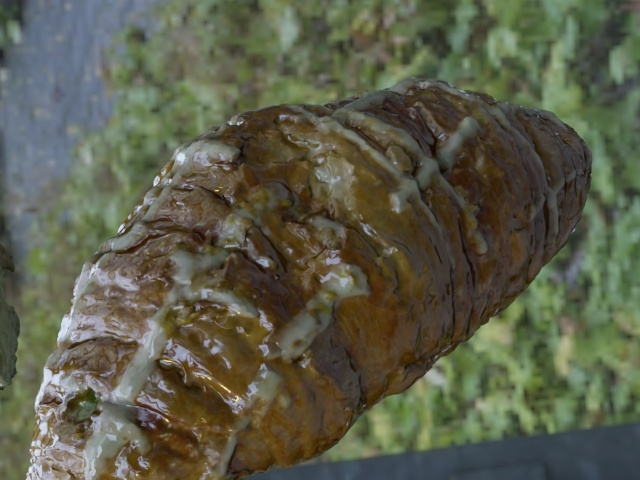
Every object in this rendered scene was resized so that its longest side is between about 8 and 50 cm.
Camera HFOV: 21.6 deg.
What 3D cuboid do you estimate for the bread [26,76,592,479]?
[{"bbox_3d":[0.000,0.000,0.515,0.105,0.233,0.076,33,139,34],"label":"bread"}]

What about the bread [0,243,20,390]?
[{"bbox_3d":[-0.305,0.048,1.219,0.169,0.160,0.140,-24,62,29],"label":"bread"}]
